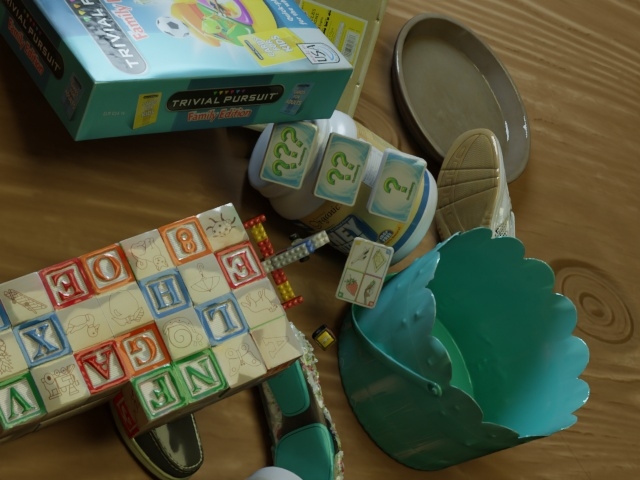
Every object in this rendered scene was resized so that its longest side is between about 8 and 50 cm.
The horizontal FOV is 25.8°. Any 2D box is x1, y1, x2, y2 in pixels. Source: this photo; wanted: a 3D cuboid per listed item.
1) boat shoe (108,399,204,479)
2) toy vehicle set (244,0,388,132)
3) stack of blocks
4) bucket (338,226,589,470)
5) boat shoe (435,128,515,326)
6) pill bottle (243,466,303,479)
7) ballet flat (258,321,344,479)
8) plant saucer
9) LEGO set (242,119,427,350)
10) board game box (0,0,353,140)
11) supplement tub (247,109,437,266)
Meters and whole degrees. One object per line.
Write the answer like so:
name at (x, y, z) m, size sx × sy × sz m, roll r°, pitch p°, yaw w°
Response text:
boat shoe at (-0.173, 0.136, 1.419) m, size 0.080 × 0.073 × 0.223 m, roll -17°, pitch 79°, yaw -49°
toy vehicle set at (-0.005, -0.253, 1.731) m, size 0.166 × 0.035 × 0.266 m, roll 14°, pitch 96°, yaw -41°
stack of blocks at (-0.188, 0.097, 1.337) m, size 0.297 × 0.087 × 0.171 m, roll -20°, pitch 79°, yaw -27°
bucket at (0.167, 0.136, 1.681) m, size 0.281 × 0.183 × 0.281 m, roll 25°, pitch 51°, yaw -35°
boat shoe at (0.217, -0.011, 1.889) m, size 0.096 × 0.098 × 0.277 m, roll 23°, pitch 66°, yaw -51°
pill bottle at (-0.091, 0.313, 1.363) m, size 0.208 × 0.119 × 0.119 m, roll -33°, pitch 92°, yaw -50°
ballet flat at (-0.015, 0.204, 1.538) m, size 0.077 × 0.091 × 0.240 m, roll 25°, pitch 51°, yaw -63°
plant saucer at (0.198, -0.198, 2.020) m, size 0.278 × 0.041 × 0.277 m, roll 25°, pitch 51°, yaw -34°
LEGO set at (0.000, 0.000, 1.582) m, size 0.183 × 0.244 × 0.060 m, roll 17°, pitch 8°, yaw -8°
board game box at (-0.168, -0.229, 1.528) m, size 0.336 × 0.079 × 0.253 m, roll -9°, pitch 49°, yaw -40°
supplement tub at (0.027, -0.068, 1.689) m, size 0.200 × 0.144 × 0.144 m, roll 31°, pitch 48°, yaw -29°
